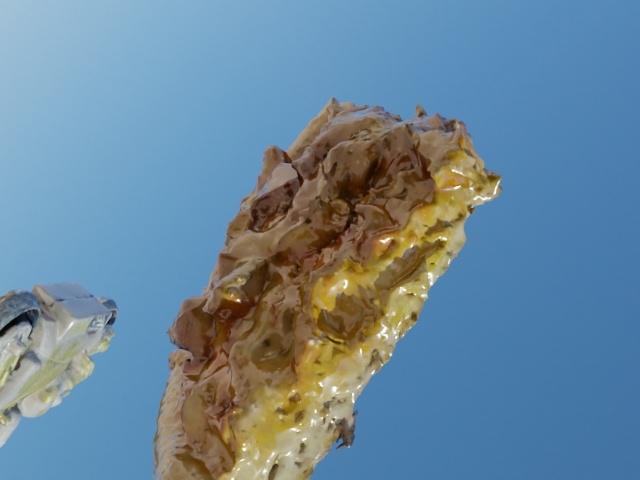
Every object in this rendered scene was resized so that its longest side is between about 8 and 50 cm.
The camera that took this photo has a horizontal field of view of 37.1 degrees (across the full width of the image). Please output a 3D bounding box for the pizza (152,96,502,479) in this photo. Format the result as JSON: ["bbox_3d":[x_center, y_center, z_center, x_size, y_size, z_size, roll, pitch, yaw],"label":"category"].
[{"bbox_3d":[0.000,0.000,0.511,0.226,0.086,0.336,-41,-162,40],"label":"pizza"}]

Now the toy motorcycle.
[{"bbox_3d":[-0.331,0.143,1.039,0.223,0.108,0.340,-52,172,3],"label":"toy motorcycle"}]
